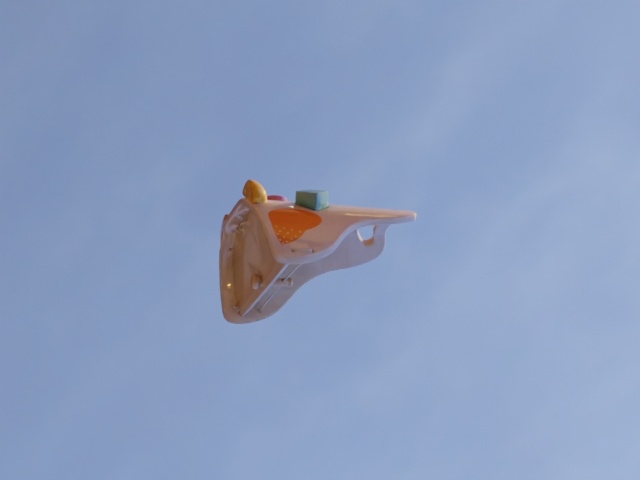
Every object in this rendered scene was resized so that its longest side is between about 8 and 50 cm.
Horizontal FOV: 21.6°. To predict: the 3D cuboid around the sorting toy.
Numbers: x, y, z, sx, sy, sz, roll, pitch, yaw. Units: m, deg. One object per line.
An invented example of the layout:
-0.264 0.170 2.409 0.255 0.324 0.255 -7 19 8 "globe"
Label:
0.000 0.000 0.726 0.083 0.075 0.045 131 -50 -63 "sorting toy"
